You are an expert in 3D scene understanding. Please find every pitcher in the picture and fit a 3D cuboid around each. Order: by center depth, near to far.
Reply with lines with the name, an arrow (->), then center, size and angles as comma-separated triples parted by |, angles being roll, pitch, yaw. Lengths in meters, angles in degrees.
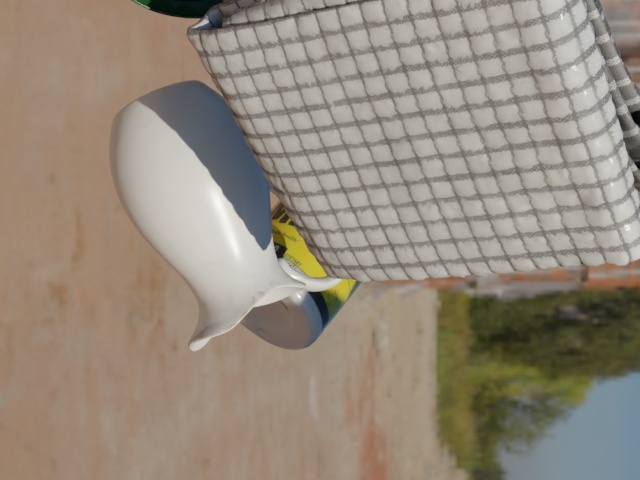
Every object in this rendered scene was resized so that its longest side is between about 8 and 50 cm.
pitcher -> -0.077, -0.032, 1.122 | 0.125, 0.177, 0.207 | -32, -99, 53

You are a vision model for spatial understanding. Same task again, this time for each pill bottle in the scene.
pill bottle -> 0.000, 0.000, 1.327 | 0.208, 0.119, 0.119 | -51, 149, -34

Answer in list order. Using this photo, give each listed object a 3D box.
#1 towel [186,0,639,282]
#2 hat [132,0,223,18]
towel -> 0.080, -0.100, 0.906 | 0.121, 0.283, 0.235 | -54, 127, -43
hat -> -0.084, -0.281, 0.974 | 0.183, 0.173, 0.209 | -44, -143, 48
